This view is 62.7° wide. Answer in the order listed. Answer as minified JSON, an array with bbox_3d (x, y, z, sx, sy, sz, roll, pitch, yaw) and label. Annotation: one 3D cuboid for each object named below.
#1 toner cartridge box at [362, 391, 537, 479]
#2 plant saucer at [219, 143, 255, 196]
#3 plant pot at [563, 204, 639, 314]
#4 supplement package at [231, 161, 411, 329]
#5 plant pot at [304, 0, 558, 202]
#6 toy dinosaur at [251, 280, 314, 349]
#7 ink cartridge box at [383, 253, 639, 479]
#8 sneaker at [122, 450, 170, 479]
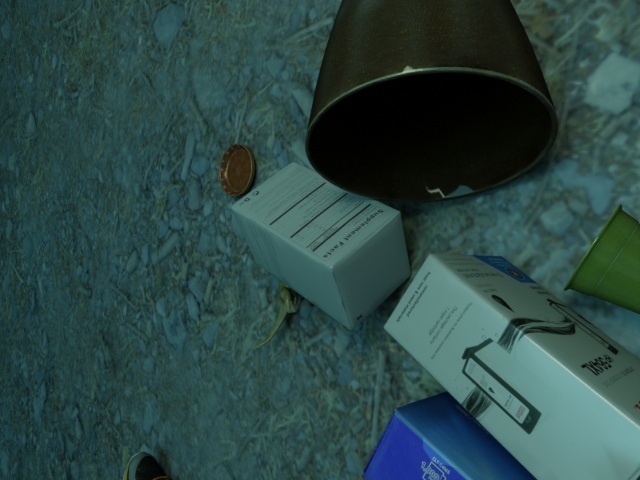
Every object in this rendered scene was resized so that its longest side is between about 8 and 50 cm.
[{"bbox_3d":[0.211,0.249,0.389,0.348,0.165,0.075,35,112,38],"label":"toner cartridge box"},{"bbox_3d":[-0.130,-0.110,0.826,0.084,0.013,0.083,-3,86,43],"label":"plant saucer"},{"bbox_3d":[0.255,0.026,0.421,0.079,0.083,0.083,33,111,26],"label":"plant pot"},{"bbox_3d":[0.000,0.000,0.612,0.179,0.105,0.105,31,150,39],"label":"supplement package"},{"bbox_3d":[0.096,-0.185,0.507,0.215,0.215,0.230,-19,60,41],"label":"plant pot"},{"bbox_3d":[-0.039,0.072,0.721,0.093,0.053,0.183,11,89,59],"label":"toy dinosaur"},{"bbox_3d":[0.178,0.103,0.436,0.203,0.148,0.085,43,115,35],"label":"ink cartridge box"},{"bbox_3d":[-0.268,0.460,0.902,0.083,0.084,0.214,-41,65,20],"label":"sneaker"}]
